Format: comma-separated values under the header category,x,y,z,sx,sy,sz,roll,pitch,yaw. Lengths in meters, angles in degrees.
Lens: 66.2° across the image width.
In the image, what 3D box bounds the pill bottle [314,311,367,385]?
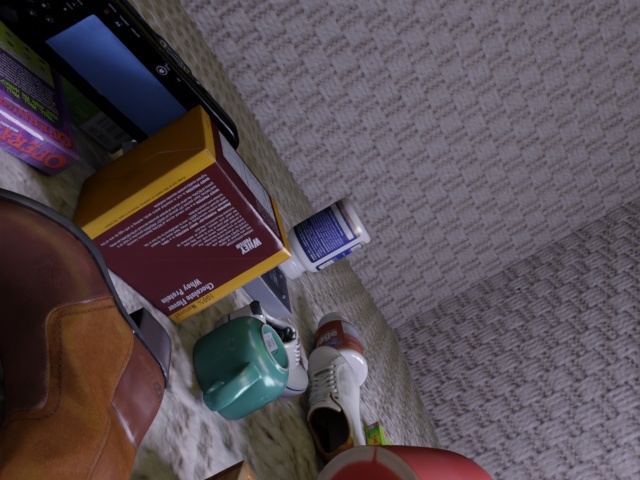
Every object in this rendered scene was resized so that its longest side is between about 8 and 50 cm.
category,x,y,z,sx,sy,sz,roll,pitch,yaw
pill bottle,0.045,0.273,1.247,0.121,0.121,0.216,57,7,-20

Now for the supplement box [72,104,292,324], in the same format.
category,x,y,z,sx,sy,sz,roll,pitch,yaw
supplement box,-0.174,-0.029,0.648,0.194,0.191,0.129,53,10,-38

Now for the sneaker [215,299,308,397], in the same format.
category,x,y,z,sx,sy,sz,roll,pitch,yaw
sneaker,-0.073,0.195,0.856,0.258,0.091,0.094,52,10,-46

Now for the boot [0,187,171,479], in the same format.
category,x,y,z,sx,sy,sz,roll,pitch,yaw
boot,-0.217,0.119,0.332,0.280,0.096,0.264,-97,164,-54

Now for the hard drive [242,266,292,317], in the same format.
category,x,y,z,sx,sy,sz,roll,pitch,yaw
hard drive,-0.151,0.044,1.064,0.255,0.054,0.172,56,8,-30

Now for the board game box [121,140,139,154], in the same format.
category,x,y,z,sx,sy,sz,roll,pitch,yaw
board game box,-0.280,-0.108,0.773,0.090,0.020,0.090,-65,153,-80

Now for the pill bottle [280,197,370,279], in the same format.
category,x,y,z,sx,sy,sz,roll,pitch,yaw
pill bottle,0.000,0.000,1.444,0.153,0.264,0.153,59,6,-10

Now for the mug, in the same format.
category,x,y,z,sx,sy,sz,roll,pitch,yaw
mug,-0.101,0.182,0.693,0.129,0.097,0.158,55,9,-37

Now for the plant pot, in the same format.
category,x,y,z,sx,sy,sz,roll,pitch,yaw
plant pot,0.121,0.426,0.714,0.243,0.275,0.275,42,18,-42

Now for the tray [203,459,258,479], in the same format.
category,x,y,z,sx,sy,sz,roll,pitch,yaw
tray,-0.009,0.434,0.437,0.411,0.076,0.203,58,8,-6

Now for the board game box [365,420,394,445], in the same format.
category,x,y,z,sx,sy,sz,roll,pitch,yaw
board game box,0.160,0.552,1.238,0.092,0.043,0.181,58,7,-12

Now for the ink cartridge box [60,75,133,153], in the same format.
category,x,y,z,sx,sy,sz,roll,pitch,yaw
ink cartridge box,-0.355,-0.246,0.780,0.109,0.062,0.209,49,13,-52

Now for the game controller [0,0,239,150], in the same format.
category,x,y,z,sx,sy,sz,roll,pitch,yaw
game controller,-0.244,-0.209,0.630,0.319,0.166,0.067,46,56,-45

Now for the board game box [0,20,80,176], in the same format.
category,x,y,z,sx,sy,sz,roll,pitch,yaw
board game box,-0.399,-0.225,0.480,0.208,0.056,0.347,59,6,29

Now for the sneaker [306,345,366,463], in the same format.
category,x,y,z,sx,sy,sz,roll,pitch,yaw
sneaker,0.022,0.312,0.984,0.123,0.105,0.290,57,9,-40
